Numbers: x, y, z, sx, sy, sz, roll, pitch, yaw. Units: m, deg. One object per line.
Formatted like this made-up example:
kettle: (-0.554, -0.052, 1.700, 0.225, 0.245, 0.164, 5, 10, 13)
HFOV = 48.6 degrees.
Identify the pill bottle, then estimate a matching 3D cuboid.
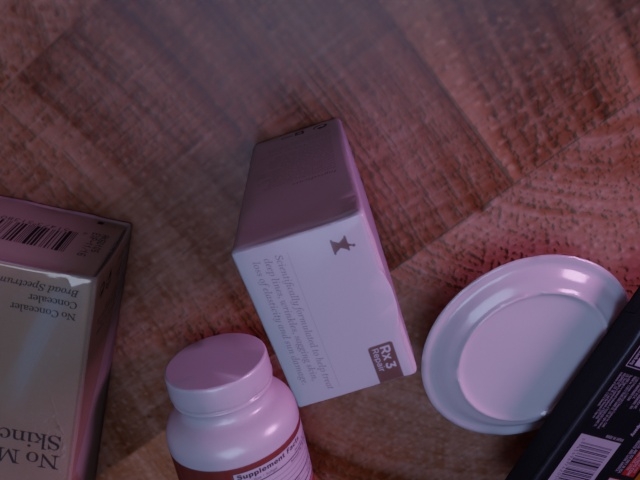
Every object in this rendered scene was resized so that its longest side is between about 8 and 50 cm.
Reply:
pill bottle: (-0.072, 0.201, 0.656, 0.121, 0.121, 0.216, -10, 112, 4)

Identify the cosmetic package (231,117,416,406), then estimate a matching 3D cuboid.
cosmetic package: (0.000, 0.000, 0.512, 0.086, 0.231, 0.117, -18, 111, 7)

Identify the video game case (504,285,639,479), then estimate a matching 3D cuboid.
video game case: (0.338, 0.176, 0.673, 0.248, 0.035, 0.274, 19, 111, -19)

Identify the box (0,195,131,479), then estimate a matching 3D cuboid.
box: (-0.267, 0.130, 0.624, 0.148, 0.121, 0.310, 11, 112, -6)

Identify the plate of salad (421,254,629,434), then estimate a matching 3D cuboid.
plate of salad: (0.187, 0.096, 0.650, 0.200, 0.048, 0.199, -4, 117, -7)
